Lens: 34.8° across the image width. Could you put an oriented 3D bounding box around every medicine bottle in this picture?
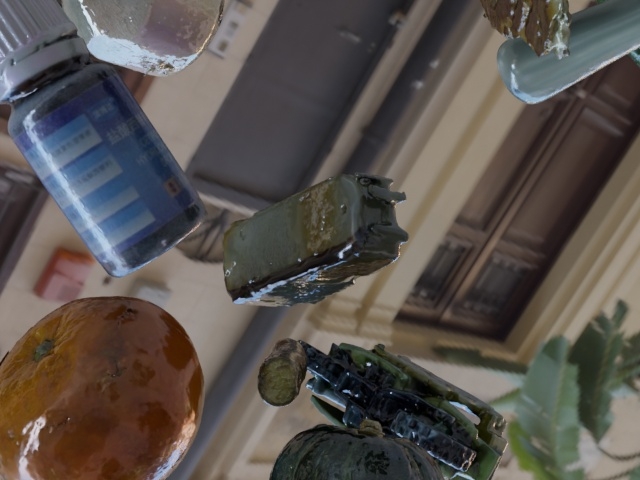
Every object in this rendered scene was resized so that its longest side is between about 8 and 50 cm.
[{"bbox_3d":[-0.161,-0.077,0.668,0.203,0.083,0.083,55,-172,-10],"label":"medicine bottle"}]

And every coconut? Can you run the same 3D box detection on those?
[{"bbox_3d":[-0.263,-0.345,1.438,0.224,0.224,0.234,38,-157,32],"label":"coconut"}]

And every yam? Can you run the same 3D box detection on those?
[{"bbox_3d":[-0.050,0.179,1.429,0.066,0.066,0.299,31,180,1],"label":"yam"}]

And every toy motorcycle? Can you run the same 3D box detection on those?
[{"bbox_3d":[0.117,0.266,1.572,0.237,0.169,0.410,29,178,-35],"label":"toy motorcycle"}]

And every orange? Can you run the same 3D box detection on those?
[{"bbox_3d":[-0.279,0.202,1.275,0.226,0.284,0.284,55,177,-32],"label":"orange"}]

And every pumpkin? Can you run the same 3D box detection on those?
[{"bbox_3d":[0.039,0.258,1.043,0.190,0.146,0.190,18,155,9],"label":"pumpkin"}]

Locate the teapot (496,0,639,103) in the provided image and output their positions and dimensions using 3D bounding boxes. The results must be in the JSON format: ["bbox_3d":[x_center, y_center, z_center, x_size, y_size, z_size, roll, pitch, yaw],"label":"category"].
[{"bbox_3d":[0.309,-0.188,0.766,0.149,0.318,0.220,6,-145,-49],"label":"teapot"}]

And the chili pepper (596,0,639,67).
[{"bbox_3d":[0.294,-0.217,0.920,0.216,0.108,0.062,41,166,16],"label":"chili pepper"}]

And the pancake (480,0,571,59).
[{"bbox_3d":[0.150,-0.256,0.708,0.056,0.258,0.212,-14,-165,-11],"label":"pancake"}]

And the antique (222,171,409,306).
[{"bbox_3d":[0.000,0.000,1.424,0.150,0.284,0.125,7,-113,-39],"label":"antique"}]
